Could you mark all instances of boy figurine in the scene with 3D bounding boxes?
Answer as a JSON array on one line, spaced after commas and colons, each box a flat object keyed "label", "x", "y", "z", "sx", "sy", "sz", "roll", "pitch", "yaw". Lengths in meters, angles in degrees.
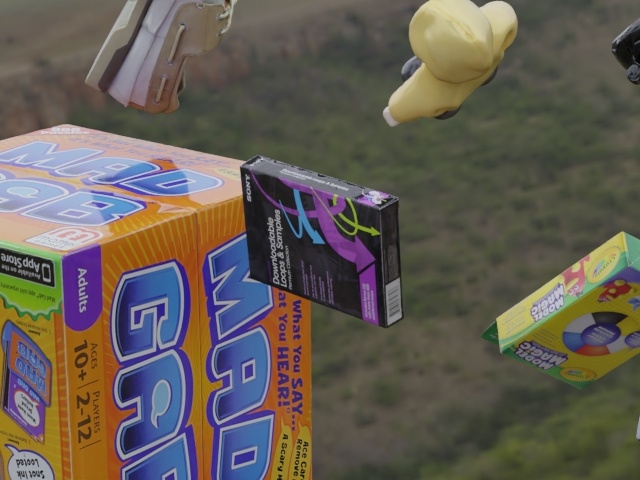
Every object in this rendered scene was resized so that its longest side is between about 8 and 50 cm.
[{"label": "boy figurine", "x": 0.131, "y": -0.186, "z": 1.991, "sx": 0.177, "sy": 0.092, "sz": 0.285, "roll": -43, "pitch": -5, "yaw": 2}]

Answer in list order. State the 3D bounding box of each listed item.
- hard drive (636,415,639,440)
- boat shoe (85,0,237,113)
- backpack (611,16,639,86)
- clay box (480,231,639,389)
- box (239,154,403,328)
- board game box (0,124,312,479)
[{"label": "hard drive", "x": 0.456, "y": 0.163, "z": 1.892, "sx": 0.254, "sy": 0.054, "sz": 0.172, "roll": -17, "pitch": -23, "yaw": 30}, {"label": "boat shoe", "x": -0.139, "y": -0.250, "z": 2.001, "sx": 0.302, "sy": 0.103, "sz": 0.113, "roll": -51, "pitch": 15, "yaw": 44}, {"label": "backpack", "x": 0.343, "y": -0.135, "z": 1.551, "sx": 0.152, "sy": 0.182, "sz": 0.115, "roll": -42, "pitch": 1, "yaw": 5}, {"label": "clay box", "x": 0.289, "y": 0.085, "z": 2.041, "sx": 0.127, "sy": 0.053, "sz": 0.222, "roll": 24, "pitch": -47, "yaw": -31}, {"label": "box", "x": 0.000, "y": 0.000, "z": 1.652, "sx": 0.162, "sy": 0.116, "sz": 0.029, "roll": 19, "pitch": 35, "yaw": 39}, {"label": "board game box", "x": -0.255, "y": 0.109, "z": 1.965, "sx": 0.356, "sy": 0.356, "sz": 0.356, "roll": 13, "pitch": 21, "yaw": 36}]
